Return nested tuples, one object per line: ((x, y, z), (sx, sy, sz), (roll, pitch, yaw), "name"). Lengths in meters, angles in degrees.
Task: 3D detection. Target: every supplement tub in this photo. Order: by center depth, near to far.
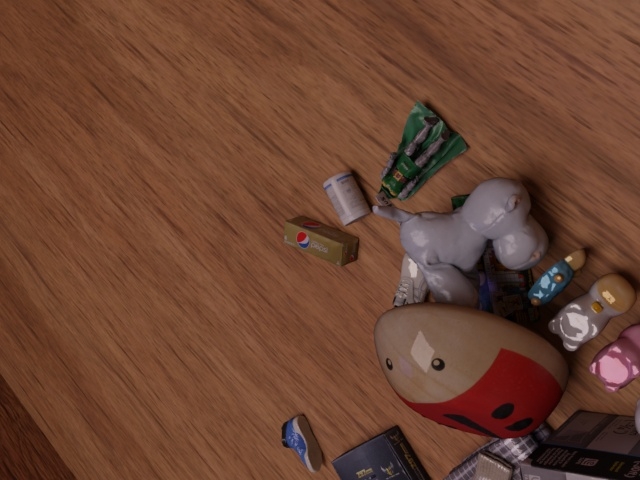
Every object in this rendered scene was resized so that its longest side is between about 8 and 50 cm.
((0.058, -0.093, 1.648), (0.071, 0.071, 0.107), (-31, 83, 45), "supplement tub")

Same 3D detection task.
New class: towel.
((0.399, 0.518, 1.520), (0.235, 0.121, 0.283), (52, 133, 17), "towel")

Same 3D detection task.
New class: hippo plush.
((0.278, -0.023, 1.375), (0.236, 0.234, 0.294), (-32, 99, 14), "hippo plush")

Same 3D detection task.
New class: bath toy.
((0.518, 0.177, 1.279), (0.151, 0.129, 0.348), (-45, 73, 32), "bath toy")

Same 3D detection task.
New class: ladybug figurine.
((0.273, 0.247, 1.343), (0.305, 0.449, 0.162), (-12, 58, 43), "ladybug figurine")

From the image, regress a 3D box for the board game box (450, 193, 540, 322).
((0.340, 0.033, 1.461), (0.136, 0.030, 0.259), (-5, 102, 46), "board game box")

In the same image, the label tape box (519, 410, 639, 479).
((0.544, 0.391, 1.253), (0.334, 0.241, 0.106), (-4, 101, 43), "label tape box")

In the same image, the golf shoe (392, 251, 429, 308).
((0.190, 0.111, 1.590), (0.069, 0.086, 0.176), (7, 108, 44), "golf shoe")

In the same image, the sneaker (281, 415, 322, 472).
((-0.055, 0.549, 1.999), (0.084, 0.058, 0.152), (-30, 80, 39), "sneaker")

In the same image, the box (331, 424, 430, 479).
((0.149, 0.573, 1.817), (0.233, 0.059, 0.183), (-41, 75, 43), "box")

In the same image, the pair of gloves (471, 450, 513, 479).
((0.370, 0.548, 1.448), (0.240, 0.042, 0.204), (35, 124, 32), "pair of gloves")

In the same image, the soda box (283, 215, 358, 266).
((0.000, 0.000, 1.742), (0.181, 0.061, 0.058), (22, 118, 36), "soda box")

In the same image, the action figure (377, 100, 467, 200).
((0.180, -0.153, 1.522), (0.137, 0.063, 0.232), (49, 136, 14), "action figure")
